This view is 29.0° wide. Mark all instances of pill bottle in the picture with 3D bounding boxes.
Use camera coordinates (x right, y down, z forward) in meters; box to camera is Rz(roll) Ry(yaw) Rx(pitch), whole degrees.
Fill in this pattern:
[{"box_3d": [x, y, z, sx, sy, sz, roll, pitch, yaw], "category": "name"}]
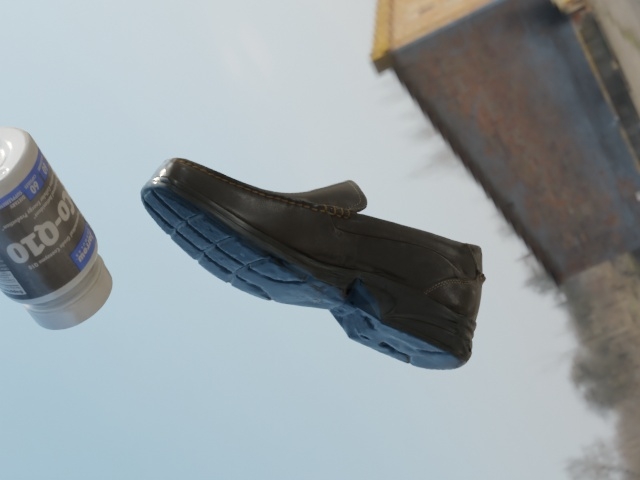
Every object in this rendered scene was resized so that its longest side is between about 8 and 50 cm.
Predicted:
[{"box_3d": [-0.203, -0.005, 0.861, 0.078, 0.078, 0.137, -101, -12, -48], "category": "pill bottle"}]

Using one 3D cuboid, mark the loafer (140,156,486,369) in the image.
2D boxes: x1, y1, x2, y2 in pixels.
[{"box_3d": [0.000, 0.000, 0.565, 0.170, 0.062, 0.061, 28, -111, -20], "category": "loafer"}]
